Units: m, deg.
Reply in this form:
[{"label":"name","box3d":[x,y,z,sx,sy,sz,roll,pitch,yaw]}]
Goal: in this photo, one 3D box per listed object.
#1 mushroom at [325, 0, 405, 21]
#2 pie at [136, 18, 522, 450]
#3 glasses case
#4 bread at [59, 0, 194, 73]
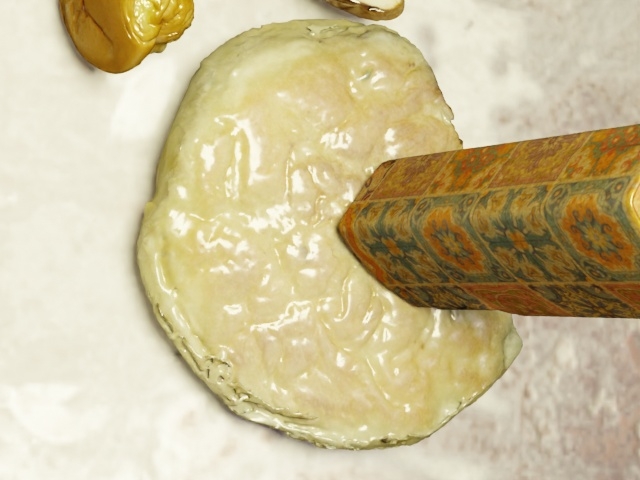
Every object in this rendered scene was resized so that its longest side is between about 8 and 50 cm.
[{"label":"mushroom","box3d":[0.003,-0.146,0.813,0.049,0.019,0.101,-37,78,-25]},{"label":"pie","box3d":[0.001,0.000,0.794,0.185,0.052,0.218,-20,96,-28]},{"label":"glasses case","box3d":[0.093,-0.002,0.688,0.075,0.218,0.049,45,70,-20]},{"label":"bread","box3d":[-0.091,-0.120,0.752,0.046,0.081,0.083,-9,121,-35]}]
